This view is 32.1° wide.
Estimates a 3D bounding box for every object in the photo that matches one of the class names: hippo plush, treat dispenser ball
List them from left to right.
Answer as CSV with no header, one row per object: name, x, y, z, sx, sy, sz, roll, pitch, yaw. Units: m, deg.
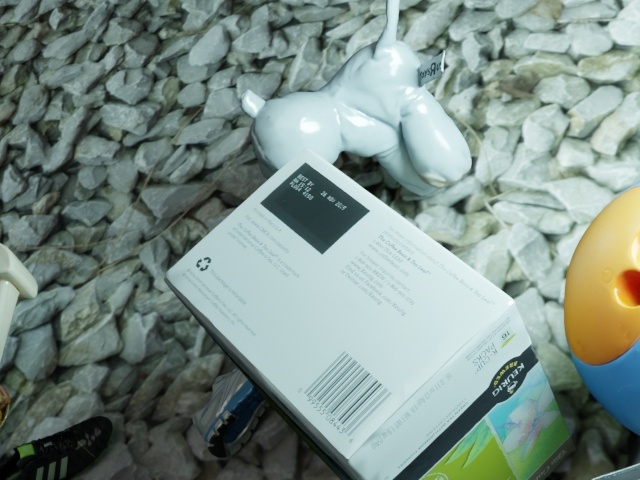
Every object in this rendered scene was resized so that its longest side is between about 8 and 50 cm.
hippo plush,0.038,-0.127,1.419,0.236,0.294,0.234,-31,84,-10
treat dispenser ball,0.385,0.067,1.101,0.288,0.288,0.288,-13,52,18

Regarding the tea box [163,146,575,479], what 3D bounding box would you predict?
tea box,0.059,0.132,1.192,0.220,0.323,0.329,-43,48,-8

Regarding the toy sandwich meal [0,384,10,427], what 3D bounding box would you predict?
toy sandwich meal,-0.475,0.242,1.573,0.085,0.029,0.086,-13,52,18

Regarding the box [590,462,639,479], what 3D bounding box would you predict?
box,0.336,0.404,0.862,0.097,0.318,0.395,-23,51,11

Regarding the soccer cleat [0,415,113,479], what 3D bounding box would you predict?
soccer cleat,-0.355,0.282,1.456,0.178,0.072,0.060,-32,49,2

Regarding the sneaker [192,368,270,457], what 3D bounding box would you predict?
sneaker,-0.091,0.178,1.406,0.191,0.071,0.083,-45,44,-9

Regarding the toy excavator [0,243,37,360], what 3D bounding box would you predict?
toy excavator,-0.565,0.254,1.498,0.445,0.222,0.433,-26,51,0
